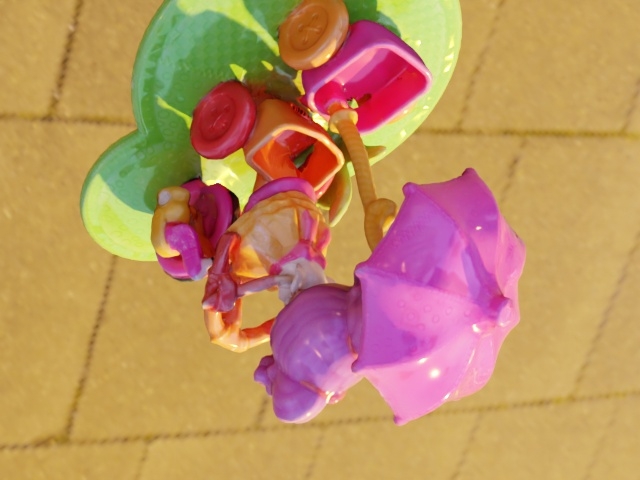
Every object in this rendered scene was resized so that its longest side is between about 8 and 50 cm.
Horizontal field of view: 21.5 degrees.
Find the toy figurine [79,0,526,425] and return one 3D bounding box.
[{"bbox_3d":[0.000,0.000,0.587,0.173,0.159,0.130,-41,136,18],"label":"toy figurine"}]
